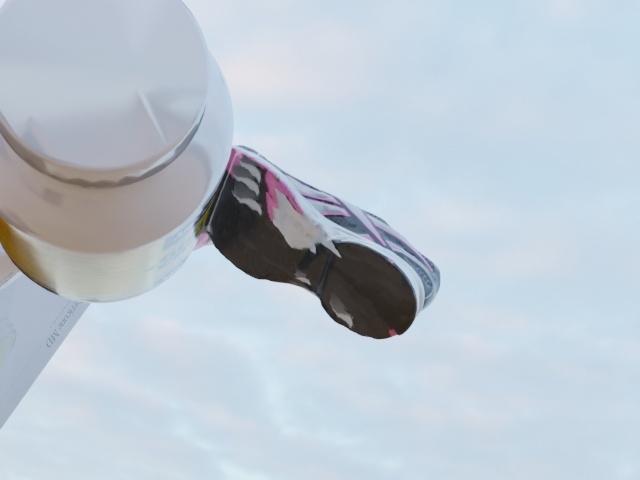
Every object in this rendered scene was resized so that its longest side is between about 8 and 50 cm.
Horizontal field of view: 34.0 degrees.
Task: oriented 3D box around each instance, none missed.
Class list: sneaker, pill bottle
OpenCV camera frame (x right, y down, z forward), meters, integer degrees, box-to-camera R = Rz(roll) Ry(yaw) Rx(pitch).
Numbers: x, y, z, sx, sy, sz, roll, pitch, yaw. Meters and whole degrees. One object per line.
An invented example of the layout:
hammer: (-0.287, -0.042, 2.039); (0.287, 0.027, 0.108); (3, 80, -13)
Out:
sneaker: (0.000, 0.000, 0.676); (0.178, 0.072, 0.077); (39, 25, 20)
pill bottle: (-0.090, -0.037, 0.430); (0.103, 0.103, 0.184); (18, -15, -7)

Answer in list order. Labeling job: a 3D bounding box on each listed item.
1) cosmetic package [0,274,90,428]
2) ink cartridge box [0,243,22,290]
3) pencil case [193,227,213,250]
cosmetic package: (-0.383, 0.061, 1.054); (0.138, 0.224, 0.225); (0, -48, 30)
ink cartridge box: (-0.281, -0.034, 0.587); (0.092, 0.160, 0.219); (-33, -11, 24)
pencil case: (-0.161, -0.033, 1.059); (0.098, 0.095, 0.209); (25, 15, 22)
